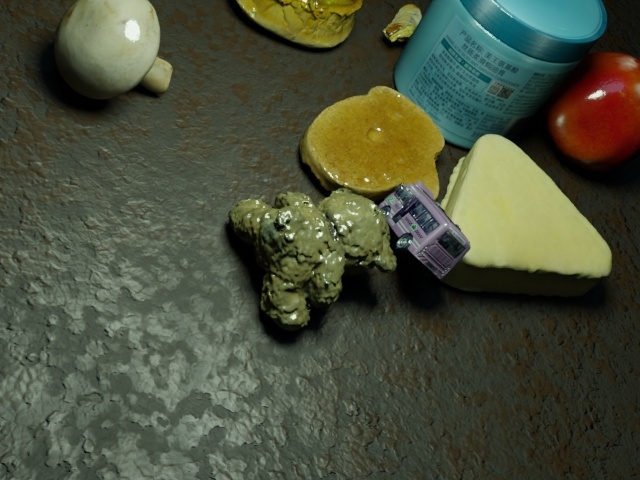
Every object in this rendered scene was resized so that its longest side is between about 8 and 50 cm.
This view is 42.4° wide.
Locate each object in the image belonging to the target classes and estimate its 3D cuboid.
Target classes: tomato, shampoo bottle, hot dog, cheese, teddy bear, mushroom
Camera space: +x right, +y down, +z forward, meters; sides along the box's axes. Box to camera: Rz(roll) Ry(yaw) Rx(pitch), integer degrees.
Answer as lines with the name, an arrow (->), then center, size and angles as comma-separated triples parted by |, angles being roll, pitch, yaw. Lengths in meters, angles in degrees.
tomato -> 0.646, -0.303, 1.876 | 0.299, 0.226, 0.298 | 26, 49, -34
shampoo bottle -> 0.370, -0.414, 1.765 | 0.331, 0.342, 0.331 | 13, 50, -17
hot dog -> 0.196, -0.493, 1.924 | 0.078, 0.061, 0.169 | 2, 38, 30
cheese -> 0.376, -0.059, 1.660 | 0.384, 0.104, 0.384 | 13, 51, -17
teddy bear -> 0.000, 0.000, 1.402 | 0.256, 0.156, 0.267 | -8, 59, -33
mushroom -> -0.356, -0.338, 1.478 | 0.215, 0.207, 0.207 | 29, 39, -49

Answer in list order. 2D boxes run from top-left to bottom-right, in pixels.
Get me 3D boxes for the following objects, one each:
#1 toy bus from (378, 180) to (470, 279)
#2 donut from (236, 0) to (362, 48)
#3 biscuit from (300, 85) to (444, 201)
toy bus -> 0.183, -0.024, 1.489 | 0.096, 0.108, 0.199 | 40, 11, -31
donut -> -0.053, -0.577, 1.803 | 0.330, 0.160, 0.330 | 11, 52, -14
biscuit -> 0.124, -0.171, 1.652 | 0.287, 0.057, 0.344 | 44, 49, 10
